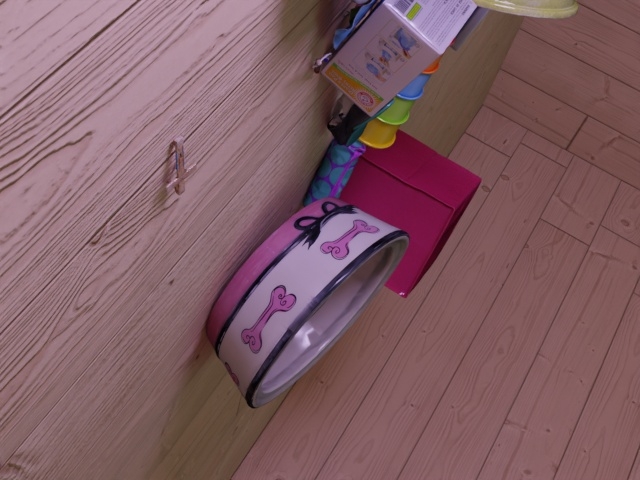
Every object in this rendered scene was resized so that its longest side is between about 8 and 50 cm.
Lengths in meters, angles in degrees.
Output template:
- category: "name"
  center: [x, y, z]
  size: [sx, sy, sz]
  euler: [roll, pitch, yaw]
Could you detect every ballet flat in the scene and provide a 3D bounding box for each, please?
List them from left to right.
- category: "ballet flat"
  center: [0.055, -0.208, 1.402]
  size: [0.074, 0.074, 0.203]
  euler: [-57, -174, -17]

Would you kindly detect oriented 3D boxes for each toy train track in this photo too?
- category: "toy train track"
  center: [-0.154, -0.081, 0.928]
  size: [0.048, 0.014, 0.083]
  euler: [-45, 159, -33]

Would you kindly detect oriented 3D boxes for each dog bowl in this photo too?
- category: "dog bowl"
  center: [-0.031, 0.096, 1.530]
  size: [0.408, 0.150, 0.408]
  euler: [-46, 167, -14]

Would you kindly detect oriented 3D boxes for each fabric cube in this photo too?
- category: "fabric cube"
  center: [0.179, -0.071, 1.996]
  size: [0.254, 0.259, 0.258]
  euler: [-63, 168, 28]

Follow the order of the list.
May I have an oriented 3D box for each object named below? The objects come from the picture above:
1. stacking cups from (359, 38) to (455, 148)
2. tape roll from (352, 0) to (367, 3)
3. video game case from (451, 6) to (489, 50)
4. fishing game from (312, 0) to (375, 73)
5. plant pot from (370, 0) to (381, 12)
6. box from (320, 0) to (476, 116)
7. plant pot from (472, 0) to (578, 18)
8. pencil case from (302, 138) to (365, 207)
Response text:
- category: "stacking cups"
  center: [0.150, -0.294, 1.505]
  size: [0.096, 0.096, 0.316]
  euler: [-52, 176, -41]
- category: "tape roll"
  center: [0.061, -0.377, 0.957]
  size: [0.219, 0.072, 0.219]
  euler: [-58, 171, -14]
- category: "video game case"
  center: [0.335, -0.510, 1.856]
  size: [0.212, 0.023, 0.193]
  euler: [-51, -165, 15]
- category: "fishing game"
  center: [0.068, -0.332, 1.147]
  size: [0.264, 0.041, 0.189]
  euler: [-50, -174, 5]
- category: "plant pot"
  center: [0.133, -0.348, 1.359]
  size: [0.096, 0.109, 0.109]
  euler: [-37, 159, -37]
- category: "box"
  center: [0.105, -0.280, 1.217]
  size: [0.114, 0.103, 0.203]
  euler: [-55, -170, -29]
- category: "plant pot"
  center: [0.315, -0.520, 1.382]
  size: [0.276, 0.276, 0.254]
  euler: [-46, 153, -56]
- category: "pencil case"
  center: [0.026, -0.119, 1.601]
  size: [0.064, 0.070, 0.151]
  euler: [12, 113, -36]
